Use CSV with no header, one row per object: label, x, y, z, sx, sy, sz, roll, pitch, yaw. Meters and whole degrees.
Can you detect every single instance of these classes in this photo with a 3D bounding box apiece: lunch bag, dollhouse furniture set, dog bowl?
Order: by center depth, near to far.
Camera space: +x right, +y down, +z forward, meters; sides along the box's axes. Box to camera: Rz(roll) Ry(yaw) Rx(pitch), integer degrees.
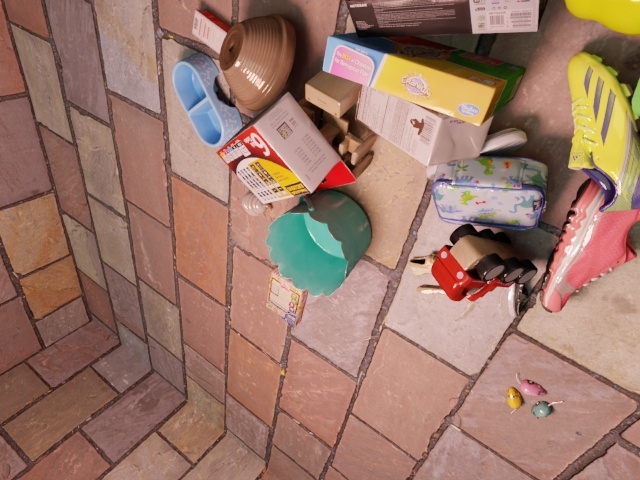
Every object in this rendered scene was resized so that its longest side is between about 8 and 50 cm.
lunch bag,0.353,-0.094,0.865,0.218,0.090,0.176,9,157,24
dollhouse furniture set,0.050,-0.311,1.023,0.212,0.161,0.242,35,155,16
dog bowl,-0.359,-0.429,1.287,0.165,0.074,0.298,-14,108,42

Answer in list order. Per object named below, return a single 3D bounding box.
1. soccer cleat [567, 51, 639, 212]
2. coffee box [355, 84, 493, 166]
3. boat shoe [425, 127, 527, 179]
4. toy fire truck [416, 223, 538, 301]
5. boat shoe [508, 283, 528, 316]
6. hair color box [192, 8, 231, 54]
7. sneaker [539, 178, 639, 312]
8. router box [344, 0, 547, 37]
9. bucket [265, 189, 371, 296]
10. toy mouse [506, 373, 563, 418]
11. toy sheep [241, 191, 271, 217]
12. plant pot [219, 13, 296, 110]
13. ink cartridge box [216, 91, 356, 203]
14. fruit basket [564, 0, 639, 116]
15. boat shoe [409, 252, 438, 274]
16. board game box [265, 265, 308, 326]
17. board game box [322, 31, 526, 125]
soccer cleat,0.483,-0.185,0.714,0.121,0.093,0.290,-24,85,28
coffee box,0.201,-0.255,0.839,0.246,0.141,0.098,50,143,43
boat shoe,0.318,-0.202,0.883,0.226,0.083,0.076,-18,76,43
toy fire truck,0.319,0.084,0.945,0.246,0.216,0.159,-55,46,30
boat shoe,0.477,0.124,0.987,0.040,0.049,0.142,5,117,36
hair color box,-0.295,-0.583,1.161,0.141,0.043,0.072,40,134,11
sneaker,0.546,0.038,0.831,0.136,0.116,0.314,21,127,26
router box,0.228,-0.459,0.684,0.308,0.243,0.081,15,160,31
bucket,0.000,0.000,1.182,0.280,0.183,0.282,19,130,25
toy mouse,0.576,0.434,1.111,0.143,0.031,0.161,-2,115,39
toy sheep,-0.211,-0.120,1.355,0.132,0.091,0.091,8,121,41
plant pot,-0.175,-0.454,1.020,0.237,0.109,0.238,-11,75,47
ink cartridge box,-0.098,-0.197,1.080,0.272,0.130,0.309,48,159,-20
fruit basket,0.536,-0.359,0.544,0.392,0.282,0.393,172,90,-80
boat shoe,0.293,0.059,1.089,0.135,0.050,0.045,-19,109,44
board game box,-0.126,0.209,1.519,0.146,0.045,0.194,31,132,20
board game box,0.201,-0.327,0.787,0.316,0.242,0.064,28,130,21
